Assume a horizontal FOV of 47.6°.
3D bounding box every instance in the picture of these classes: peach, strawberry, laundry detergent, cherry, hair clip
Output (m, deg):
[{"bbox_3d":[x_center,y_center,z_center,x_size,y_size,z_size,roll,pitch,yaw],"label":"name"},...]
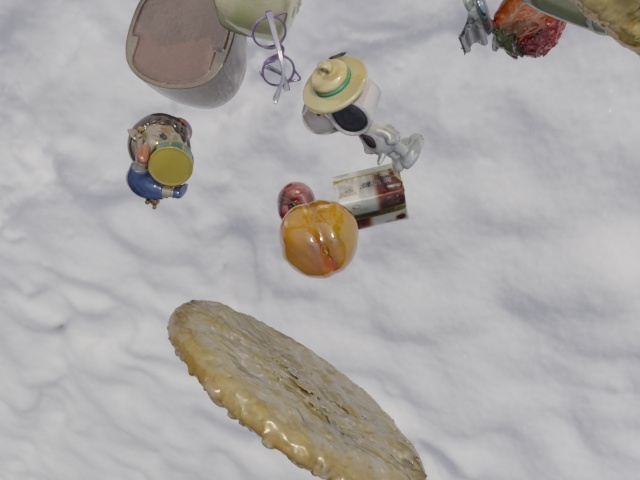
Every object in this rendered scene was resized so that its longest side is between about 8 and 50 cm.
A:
[{"bbox_3d":[0.000,0.000,1.224,0.138,0.138,0.138,16,138,15],"label":"peach"},{"bbox_3d":[0.464,-0.493,1.542,0.098,0.228,0.174,18,-164,-41],"label":"strawberry"},{"bbox_3d":[0.467,-0.416,1.215,0.253,0.181,0.091,40,144,35],"label":"laundry detergent"},{"bbox_3d":[-0.053,-0.083,1.610,0.086,0.126,0.106,3,117,-6],"label":"cherry"},{"bbox_3d":[0.315,-0.474,1.497,0.054,0.220,0.140,-15,134,29],"label":"hair clip"}]

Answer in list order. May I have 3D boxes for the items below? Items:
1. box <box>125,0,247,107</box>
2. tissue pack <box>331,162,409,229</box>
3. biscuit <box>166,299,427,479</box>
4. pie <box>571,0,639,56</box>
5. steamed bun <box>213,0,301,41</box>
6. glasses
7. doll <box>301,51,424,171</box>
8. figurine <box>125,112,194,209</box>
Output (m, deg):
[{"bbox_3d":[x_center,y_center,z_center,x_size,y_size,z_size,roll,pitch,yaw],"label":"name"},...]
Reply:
[{"bbox_3d":[-0.320,-0.479,1.846,0.300,0.301,0.216,17,171,13],"label":"box"},{"bbox_3d":[0.110,-0.091,1.584,0.148,0.099,0.106,-13,138,5],"label":"tissue pack"},{"bbox_3d":[-0.013,0.106,0.501,0.219,0.033,0.220,34,-176,-2],"label":"biscuit"},{"bbox_3d":[0.345,-0.340,0.819,0.339,0.339,0.083,40,139,-13],"label":"pie"},{"bbox_3d":[-0.134,-0.536,1.532,0.199,0.155,0.250,13,135,-3],"label":"steamed bun"},{"bbox_3d":[-0.058,-0.258,1.078,0.062,0.104,0.140,-16,134,-4],"label":"glasses"},{"bbox_3d":[0.092,-0.248,1.422,0.271,0.144,0.208,22,158,-10],"label":"doll"},{"bbox_3d":[-0.356,-0.203,1.637,0.158,0.276,0.161,-29,127,11],"label":"figurine"}]
